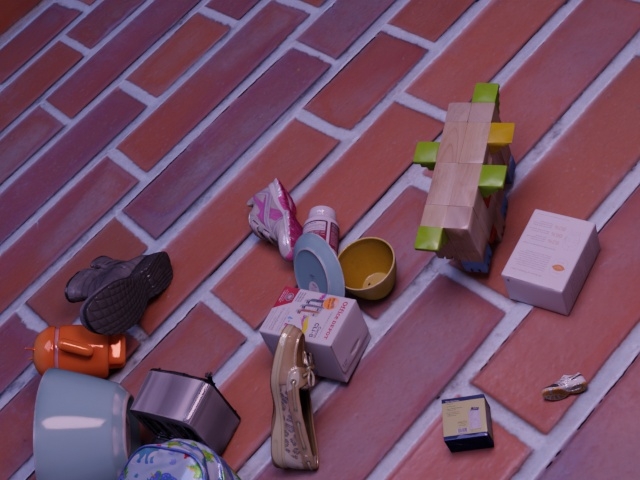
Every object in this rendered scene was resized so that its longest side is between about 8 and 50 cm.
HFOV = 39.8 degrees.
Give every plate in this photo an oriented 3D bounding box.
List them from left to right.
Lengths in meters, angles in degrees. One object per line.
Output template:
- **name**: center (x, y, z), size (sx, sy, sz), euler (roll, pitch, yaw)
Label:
- **plate**: center (-0.012, 0.076, 1.893), size (0.024, 0.188, 0.188), euler (-17, 39, -33)

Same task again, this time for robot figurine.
- **robot figurine**: center (-0.556, 0.253, 2.011), size (0.219, 0.128, 0.158), euler (-1, 20, -13)

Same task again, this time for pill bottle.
- **pill bottle**: center (0.000, 0.000, 2.002), size (0.086, 0.086, 0.152), euler (-9, 51, 19)

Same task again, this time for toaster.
- **toaster**: center (-0.276, 0.345, 1.804), size (0.168, 0.186, 0.110), euler (6, 53, 28)

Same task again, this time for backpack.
- **backpack**: center (-0.279, 0.549, 1.629), size (0.290, 0.273, 0.356), euler (2, 43, 35)

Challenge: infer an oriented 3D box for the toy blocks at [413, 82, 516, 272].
- **toy blocks**: center (0.315, -0.091, 1.823), size (0.190, 0.261, 0.382), euler (4, 64, 26)

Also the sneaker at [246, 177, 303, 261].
- **sneaker**: center (-0.106, -0.032, 2.078), size (0.111, 0.103, 0.252), euler (-29, 41, 8)

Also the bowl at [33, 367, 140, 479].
- **bowl**: center (-0.461, 0.409, 1.799), size (0.163, 0.312, 0.312), euler (-4, 50, -3)

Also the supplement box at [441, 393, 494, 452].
- **supplement box**: center (0.271, 0.337, 1.632), size (0.083, 0.056, 0.083), euler (-11, 51, 17)

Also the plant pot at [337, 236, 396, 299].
- **plant pot**: center (0.109, 0.073, 1.887), size (0.134, 0.095, 0.134), euler (-13, 51, 17)

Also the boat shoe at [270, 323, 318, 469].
- **boat shoe**: center (-0.042, 0.304, 1.716), size (0.089, 0.104, 0.285), euler (3, 100, 17)

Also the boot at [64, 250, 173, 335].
- **boot**: center (-0.515, 0.129, 2.077), size (0.222, 0.118, 0.338), euler (-5, 17, 23)

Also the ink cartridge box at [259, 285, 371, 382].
- **ink cartridge box**: center (-0.008, 0.192, 1.822), size (0.176, 0.127, 0.128), euler (9, 50, 30)

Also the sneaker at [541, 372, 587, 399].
- **sneaker**: center (0.446, 0.267, 1.625), size (0.083, 0.032, 0.037), euler (-15, 36, 8)

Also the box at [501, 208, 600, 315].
- **box**: center (0.457, 0.041, 1.748), size (0.130, 0.091, 0.171), euler (17, 64, 34)
